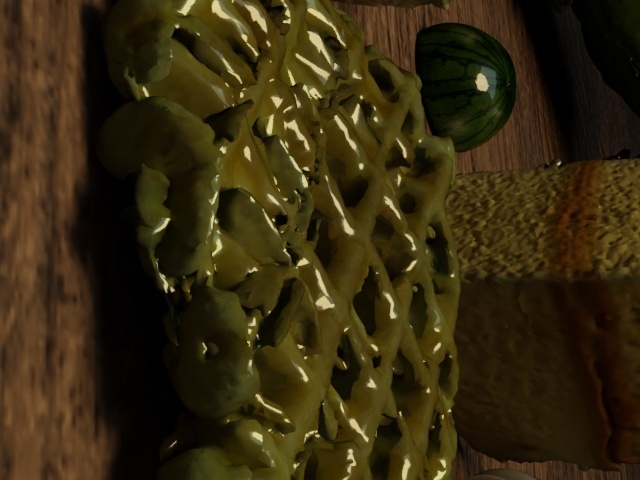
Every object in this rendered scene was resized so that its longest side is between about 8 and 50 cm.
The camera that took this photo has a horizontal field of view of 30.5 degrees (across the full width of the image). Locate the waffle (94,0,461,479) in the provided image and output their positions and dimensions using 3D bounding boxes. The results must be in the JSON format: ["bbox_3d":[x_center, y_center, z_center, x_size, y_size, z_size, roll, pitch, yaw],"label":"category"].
[{"bbox_3d":[0.000,0.000,0.551,0.297,0.073,0.317,26,57,-63],"label":"waffle"}]

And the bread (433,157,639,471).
[{"bbox_3d":[0.185,0.052,0.779,0.135,0.240,0.178,-62,141,-49],"label":"bread"}]

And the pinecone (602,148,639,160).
[{"bbox_3d":[0.375,-0.029,1.390,0.165,0.163,0.163,52,33,-29],"label":"pinecone"}]

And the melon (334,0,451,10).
[{"bbox_3d":[0.018,-0.231,0.686,0.202,0.093,0.139,61,30,-20],"label":"melon"}]

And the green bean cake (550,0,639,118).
[{"bbox_3d":[0.408,-0.248,1.373,0.319,0.218,0.335,55,18,-19],"label":"green bean cake"}]

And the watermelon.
[{"bbox_3d":[0.120,-0.123,0.919,0.105,0.062,0.105,25,60,-54],"label":"watermelon"}]

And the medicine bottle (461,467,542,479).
[{"bbox_3d":[0.126,0.191,0.765,0.140,0.079,0.079,35,48,-61],"label":"medicine bottle"}]
